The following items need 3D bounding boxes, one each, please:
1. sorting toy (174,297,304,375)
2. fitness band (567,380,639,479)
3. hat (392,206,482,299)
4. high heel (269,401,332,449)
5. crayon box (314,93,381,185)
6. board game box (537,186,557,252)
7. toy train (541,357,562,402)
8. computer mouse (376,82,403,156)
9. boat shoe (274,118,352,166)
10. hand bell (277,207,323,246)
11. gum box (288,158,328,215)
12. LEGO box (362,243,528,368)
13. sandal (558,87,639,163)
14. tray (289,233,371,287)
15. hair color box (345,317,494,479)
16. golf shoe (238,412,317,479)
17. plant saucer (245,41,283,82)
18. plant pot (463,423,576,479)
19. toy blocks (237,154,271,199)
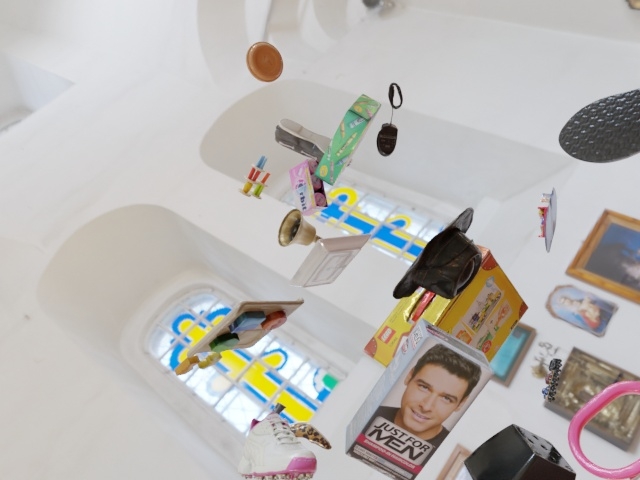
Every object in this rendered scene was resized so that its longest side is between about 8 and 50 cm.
[{"bbox_3d":[-0.198,0.235,1.229,0.307,0.041,0.229,-43,-25,28],"label":"sorting toy"},{"bbox_3d":[0.812,0.512,1.402,0.291,0.209,0.054,-43,-48,4],"label":"fitness band"},{"bbox_3d":[0.355,0.074,1.432,0.331,0.134,0.331,-41,-21,-19],"label":"hat"},{"bbox_3d":[-0.105,0.737,1.888,0.186,0.261,0.093,-54,-7,-21],"label":"high heel"},{"bbox_3d":[0.091,-0.339,1.761,0.278,0.081,0.165,-59,-1,39],"label":"crayon box"},{"bbox_3d":[0.576,-0.051,1.337,0.168,0.033,0.133,-58,-41,-35],"label":"board game box"},{"bbox_3d":[0.658,0.395,1.480,0.158,0.036,0.027,-51,-45,-43],"label":"toy train"},{"bbox_3d":[0.228,-0.400,1.731,0.071,0.041,0.242,7,-82,-16],"label":"computer mouse"},{"bbox_3d":[-0.031,-0.372,2.088,0.112,0.335,0.095,-57,-4,-49],"label":"boat shoe"},{"bbox_3d":[0.000,0.000,1.641,0.242,0.126,0.126,23,-85,-30],"label":"hand bell"},{"bbox_3d":[-0.045,-0.193,1.876,0.062,0.107,0.188,0,-106,-44],"label":"gum box"},{"bbox_3d":[0.442,0.299,1.785,0.500,0.193,0.372,-51,-54,-9],"label":"LEGO box"},{"bbox_3d":[0.824,-0.307,1.270,0.107,0.446,0.167,14,-120,-51],"label":"sandal"},{"bbox_3d":[0.021,0.063,1.350,0.145,0.030,0.270,-7,-25,-24],"label":"tray"},{"bbox_3d":[0.233,0.402,1.286,0.374,0.185,0.113,-59,4,14],"label":"hair color box"},{"bbox_3d":[-0.098,0.437,1.108,0.115,0.306,0.140,13,-115,-25],"label":"golf shoe"},{"bbox_3d":[-0.114,-0.370,1.078,0.083,0.013,0.083,0,-90,-31],"label":"plant saucer"},{"bbox_3d":[0.496,0.566,1.260,0.167,0.188,0.187,-59,11,10],"label":"plant pot"},{"bbox_3d":[-0.211,-0.221,1.806,0.148,0.054,0.123,-58,-23,12],"label":"toy blocks"}]
